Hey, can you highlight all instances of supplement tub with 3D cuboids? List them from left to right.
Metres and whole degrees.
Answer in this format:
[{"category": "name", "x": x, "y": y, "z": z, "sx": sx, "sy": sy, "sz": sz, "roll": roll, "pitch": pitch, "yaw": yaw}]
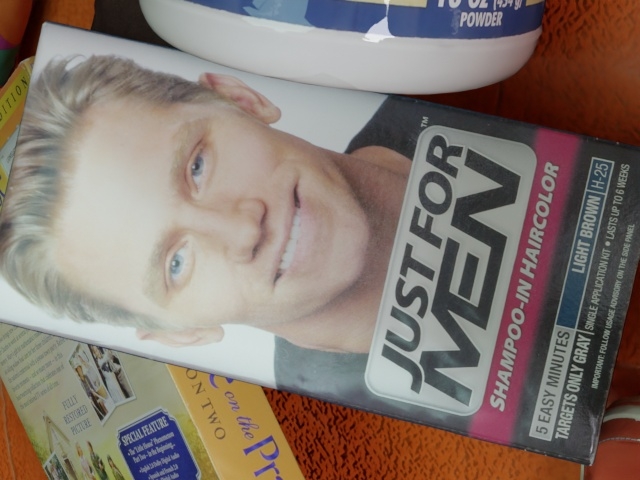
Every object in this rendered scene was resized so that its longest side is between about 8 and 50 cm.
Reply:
[{"category": "supplement tub", "x": 0.027, "y": -0.254, "z": 0.698, "sx": 0.228, "sy": 0.228, "sz": 0.316, "roll": 20, "pitch": 113, "yaw": 30}]

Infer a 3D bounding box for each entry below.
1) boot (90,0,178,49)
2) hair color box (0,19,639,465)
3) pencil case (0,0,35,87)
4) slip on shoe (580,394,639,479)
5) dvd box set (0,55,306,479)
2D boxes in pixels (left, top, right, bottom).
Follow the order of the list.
[{"category": "boot", "x": -0.076, "y": -0.100, "z": 0.897, "sx": 0.248, "sy": 0.090, "sz": 0.207, "roll": 21, "pitch": 115, "yaw": 34}, {"category": "hair color box", "x": 0.000, "y": 0.000, "z": 0.756, "sx": 0.347, "sy": 0.105, "sz": 0.174, "roll": 12, "pitch": 90, "yaw": 8}, {"category": "pencil case", "x": -0.252, "y": -0.230, "z": 0.986, "sx": 0.104, "sy": 0.104, "sz": 0.236, "roll": 33, "pitch": 119, "yaw": 25}, {"category": "slip on shoe", "x": 0.202, "y": 0.256, "z": 0.786, "sx": 0.123, "sy": 0.101, "sz": 0.331, "roll": 4, "pitch": 103, "yaw": 36}, {"category": "dvd box set", "x": -0.146, "y": 0.106, "z": 0.961, "sx": 0.307, "sy": 0.062, "sz": 0.420, "roll": -34, "pitch": 81, "yaw": 56}]
